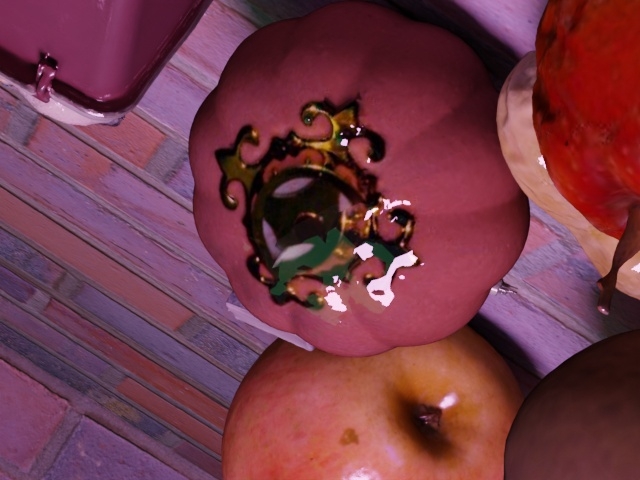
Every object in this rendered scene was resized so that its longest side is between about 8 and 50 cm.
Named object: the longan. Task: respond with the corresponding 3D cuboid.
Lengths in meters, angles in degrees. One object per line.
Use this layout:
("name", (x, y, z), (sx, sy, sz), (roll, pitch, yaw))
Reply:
("longan", (0.337, 0.248, 1.610), (0.361, 0.361, 0.361), (27, 160, 11))

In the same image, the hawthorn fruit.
("hawthorn fruit", (0.239, -0.069, 1.113), (0.242, 0.271, 0.242), (21, 166, 5))

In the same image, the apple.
("apple", (0.072, 0.234, 1.972), (0.364, 0.364, 0.364), (27, 160, 11))

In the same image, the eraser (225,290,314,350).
("eraser", (0.000, 0.000, 1.697), (0.092, 0.212, 0.046), (23, 160, 23))

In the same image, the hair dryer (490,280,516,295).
("hair dryer", (0.150, 0.034, 1.835), (0.124, 0.038, 0.063), (21, 159, 9))

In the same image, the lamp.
("lamp", (0.039, -0.055, 1.472), (0.305, 0.240, 0.305), (8, 108, 25))

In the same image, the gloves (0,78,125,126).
("gloves", (-0.271, -0.175, 1.876), (0.153, 0.070, 0.114), (34, 153, -29))

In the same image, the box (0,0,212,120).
("box", (-0.145, -0.253, 1.216), (0.193, 0.294, 0.167), (31, 149, 0))

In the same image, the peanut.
("peanut", (0.242, -0.048, 1.359), (0.149, 0.149, 0.313), (8, 153, 47))
